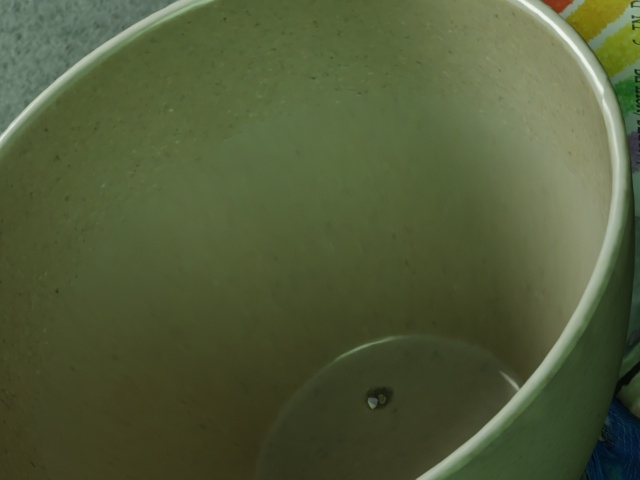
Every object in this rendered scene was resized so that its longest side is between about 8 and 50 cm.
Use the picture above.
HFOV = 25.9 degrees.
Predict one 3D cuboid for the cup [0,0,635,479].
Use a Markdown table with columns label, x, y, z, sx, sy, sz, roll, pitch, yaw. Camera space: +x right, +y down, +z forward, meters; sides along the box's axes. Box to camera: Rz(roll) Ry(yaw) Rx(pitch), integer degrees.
| label | x | y | z | sx | sy | sz | roll | pitch | yaw |
| --- | --- | --- | --- | --- | --- | --- | --- | --- | --- |
| cup | 0.007 | 0.061 | 0.683 | 0.331 | 0.331 | 0.237 | -12 | 138 | 16 |

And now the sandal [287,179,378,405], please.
| label | x | y | z | sx | sy | sz | roll | pitch | yaw |
| --- | --- | --- | --- | --- | --- | --- | --- | --- | --- |
| sandal | -0.007 | 0.006 | 0.855 | 0.102 | 0.076 | 0.265 | -37 | 108 | 29 |

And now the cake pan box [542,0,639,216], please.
| label | x | y | z | sx | sy | sz | roll | pitch | yaw |
| --- | --- | --- | --- | --- | --- | --- | --- | --- | --- |
| cake pan box | 0.089 | -0.143 | 0.711 | 0.245 | 0.070 | 0.267 | 16 | 129 | 36 |

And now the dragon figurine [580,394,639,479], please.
| label | x | y | z | sx | sy | sz | roll | pitch | yaw |
| --- | --- | --- | --- | --- | --- | --- | --- | --- | --- |
| dragon figurine | 0.158 | 0.160 | 0.790 | 0.144 | 0.289 | 0.085 | 26 | 135 | -25 |
